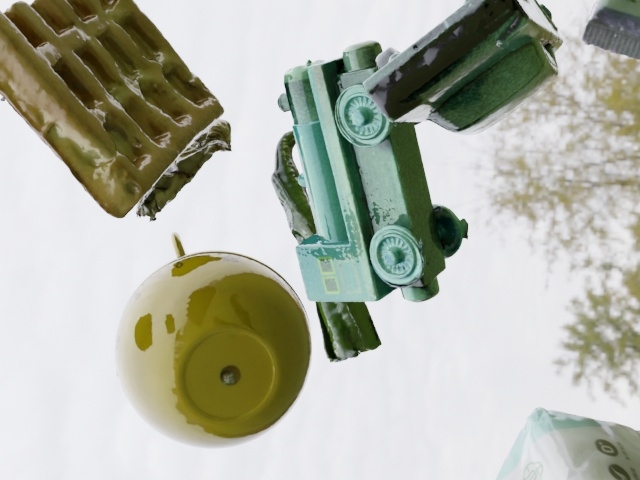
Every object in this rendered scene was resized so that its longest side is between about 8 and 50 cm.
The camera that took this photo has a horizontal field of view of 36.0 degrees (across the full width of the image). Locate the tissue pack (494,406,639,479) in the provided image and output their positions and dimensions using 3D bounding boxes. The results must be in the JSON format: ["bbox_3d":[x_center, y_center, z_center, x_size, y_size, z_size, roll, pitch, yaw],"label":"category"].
[{"bbox_3d":[0.256,0.356,0.830,0.356,0.194,0.266,-112,38,-61],"label":"tissue pack"}]

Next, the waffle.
[{"bbox_3d":[-0.288,-0.214,1.351,0.304,0.077,0.348,48,-150,-11],"label":"waffle"}]

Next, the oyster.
[{"bbox_3d":[-0.263,-0.132,1.760,0.094,0.166,0.294,45,-156,-2],"label":"oyster"}]

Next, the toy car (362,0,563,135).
[{"bbox_3d":[0.140,-0.154,0.870,0.097,0.141,0.320,56,-159,5],"label":"toy car"}]

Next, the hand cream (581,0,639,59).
[{"bbox_3d":[0.193,-0.182,0.409,0.055,0.086,0.235,-19,-50,-68],"label":"hand cream"}]

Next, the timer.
[{"bbox_3d":[-0.192,0.182,1.731,0.387,0.376,0.376,-141,50,-74],"label":"timer"}]

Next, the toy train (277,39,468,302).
[{"bbox_3d":[0.044,-0.070,1.114,0.120,0.194,0.298,-29,-70,-49],"label":"toy train"}]

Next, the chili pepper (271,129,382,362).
[{"bbox_3d":[0.000,0.000,1.447,0.076,0.085,0.359,21,-129,-74],"label":"chili pepper"}]
